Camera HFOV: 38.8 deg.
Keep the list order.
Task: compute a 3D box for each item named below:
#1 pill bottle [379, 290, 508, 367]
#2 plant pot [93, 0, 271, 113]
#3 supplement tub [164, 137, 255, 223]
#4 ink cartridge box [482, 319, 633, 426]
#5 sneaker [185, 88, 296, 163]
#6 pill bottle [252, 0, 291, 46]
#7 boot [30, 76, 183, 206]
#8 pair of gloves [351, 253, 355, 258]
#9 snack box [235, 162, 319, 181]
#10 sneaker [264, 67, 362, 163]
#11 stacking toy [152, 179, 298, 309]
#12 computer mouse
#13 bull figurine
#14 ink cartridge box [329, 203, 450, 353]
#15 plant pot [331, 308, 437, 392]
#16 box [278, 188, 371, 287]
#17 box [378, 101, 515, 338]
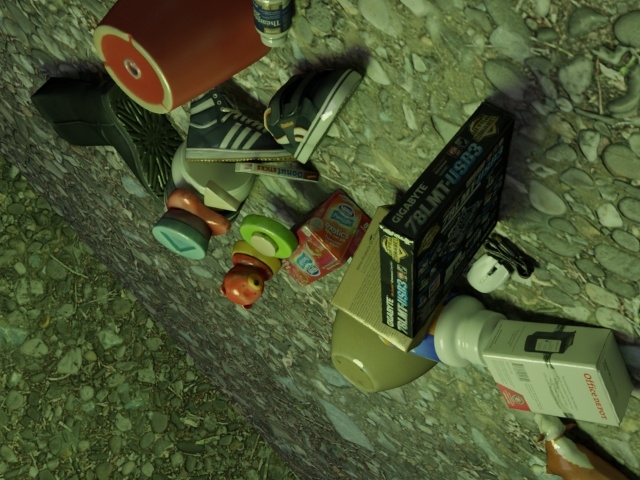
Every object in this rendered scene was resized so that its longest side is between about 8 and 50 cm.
[{"bbox_3d":[0.258,0.180,1.909,0.272,0.152,0.152,12,141,48],"label":"pill bottle"},{"bbox_3d":[-0.262,-0.381,1.668,0.275,0.243,0.275,34,155,19],"label":"plant pot"},{"bbox_3d":[-0.258,-0.137,2.118,0.191,0.191,0.272,42,156,2],"label":"supplement tub"},{"bbox_3d":[0.457,0.251,1.747,0.237,0.100,0.172,2,135,41],"label":"ink cartridge box"},{"bbox_3d":[-0.153,-0.240,1.907,0.282,0.153,0.099,1,-179,17],"label":"sneaker"},{"bbox_3d":[-0.084,-0.397,1.586,0.067,0.067,0.120,33,154,20],"label":"pill bottle"},{"bbox_3d":[-0.554,-0.263,2.399,0.445,0.146,0.367,6,127,47],"label":"boot"},{"bbox_3d":[0.097,0.044,2.099,0.074,0.010,0.083,49,155,-15],"label":"pair of gloves"},{"bbox_3d":[-0.090,-0.144,1.922,0.178,0.022,0.064,6,180,-40],"label":"snack box"},{"bbox_3d":[-0.029,-0.245,1.681,0.127,0.126,0.321,38,157,-3],"label":"sneaker"},{"bbox_3d":[-0.212,0.017,1.986,0.309,0.130,0.279,33,156,-15],"label":"stacking toy"},{"bbox_3d":[0.329,0.061,1.745,0.106,0.042,0.193,39,155,5],"label":"computer mouse"},{"bbox_3d":[0.580,0.512,2.034,0.310,0.101,0.188,40,159,11],"label":"bull figurine"},{"bbox_3d":[0.158,0.073,1.809,0.193,0.088,0.235,34,111,21],"label":"ink cartridge box"},{"bbox_3d":[0.135,0.248,2.157,0.284,0.191,0.284,33,154,19],"label":"plant pot"},{"bbox_3d":[0.000,0.000,2.030,0.122,0.128,0.257,45,155,-5],"label":"box"},{"bbox_3d":[0.204,-0.027,1.485,0.073,0.295,0.293,28,153,23],"label":"box"}]
